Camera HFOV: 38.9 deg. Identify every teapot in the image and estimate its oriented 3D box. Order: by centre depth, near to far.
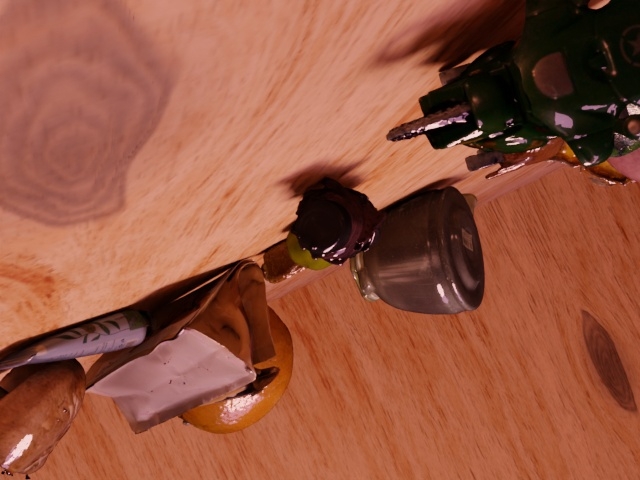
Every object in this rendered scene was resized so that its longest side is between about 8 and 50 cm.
[{"bbox_3d":[0.183,-0.002,1.765,0.239,0.322,0.239,-11,142,25],"label":"teapot"}]

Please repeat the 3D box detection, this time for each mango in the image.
[{"bbox_3d":[0.000,0.000,1.271,0.091,0.074,0.165,-23,175,-10],"label":"mango"}]

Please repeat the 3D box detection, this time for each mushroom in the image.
[{"bbox_3d":[-0.404,0.220,1.280,0.151,0.156,0.285,-45,-166,-8],"label":"mushroom"}]

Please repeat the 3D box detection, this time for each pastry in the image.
[{"bbox_3d":[-0.046,0.028,1.453,0.109,0.057,0.097,-23,177,-14],"label":"pastry"}]

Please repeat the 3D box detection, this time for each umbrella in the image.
[{"bbox_3d":[0.019,-0.020,1.039,0.090,0.094,0.326,-53,173,7],"label":"umbrella"}]

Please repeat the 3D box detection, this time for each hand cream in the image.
[{"bbox_3d":[-0.328,0.142,1.252,0.088,0.055,0.256,-12,-178,34],"label":"hand cream"}]

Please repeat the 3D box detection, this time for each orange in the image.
[{"bbox_3d":[-0.178,0.224,1.662,0.264,0.264,0.264,-25,175,-2],"label":"orange"}]

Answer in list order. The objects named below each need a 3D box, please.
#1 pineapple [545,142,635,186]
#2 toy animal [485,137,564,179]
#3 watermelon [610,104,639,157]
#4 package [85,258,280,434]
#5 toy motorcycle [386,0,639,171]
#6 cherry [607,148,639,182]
[{"bbox_3d":[0.486,-0.175,1.373,0.334,0.158,0.161,-28,175,20],"label":"pineapple"},{"bbox_3d":[0.232,-0.124,1.100,0.179,0.089,0.188,-18,172,-24],"label":"toy animal"},{"bbox_3d":[0.342,-0.145,1.035,0.080,0.101,0.155,-48,155,-42],"label":"watermelon"},{"bbox_3d":[-0.212,0.190,1.454,0.311,0.165,0.221,-29,-165,35],"label":"package"},{"bbox_3d":[0.175,-0.116,0.668,0.187,0.125,0.274,-17,-177,33],"label":"toy motorcycle"},{"bbox_3d":[0.470,-0.152,1.177,0.239,0.206,0.239,-16,158,-7],"label":"cherry"}]
